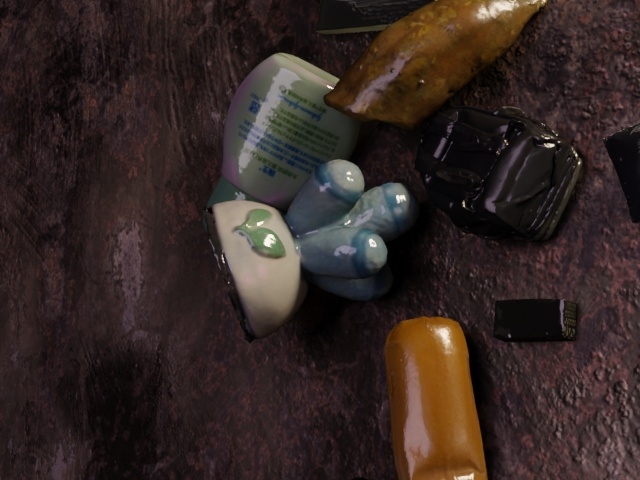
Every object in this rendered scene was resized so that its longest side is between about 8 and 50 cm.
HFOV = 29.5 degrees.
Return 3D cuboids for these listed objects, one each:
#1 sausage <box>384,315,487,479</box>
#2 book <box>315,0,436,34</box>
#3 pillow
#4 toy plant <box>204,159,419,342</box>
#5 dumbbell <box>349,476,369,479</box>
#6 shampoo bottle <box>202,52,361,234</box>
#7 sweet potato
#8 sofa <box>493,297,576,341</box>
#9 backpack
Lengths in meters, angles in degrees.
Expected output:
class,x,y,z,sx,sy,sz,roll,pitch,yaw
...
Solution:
class,x,y,z,sx,sy,sz,roll,pitch,yaw
sausage,0.170,0.291,1.777,0.116,0.134,0.354,130,139,-63
book,0.125,-0.545,2.121,0.262,0.028,0.374,3,80,42
pillow,0.499,-0.126,1.670,0.208,0.055,0.141,-26,68,32
toy plant,0.000,0.000,1.920,0.332,0.247,0.247,-19,61,0
dumbbell,0.100,0.442,1.807,0.191,0.100,0.100,34,100,41
shampoo bottle,-0.079,-0.130,2.069,0.221,0.151,0.350,27,102,-3
sweet potato,0.179,-0.295,1.898,0.369,0.158,0.158,-39,54,5
sofa,0.311,0.116,1.768,0.118,0.039,0.060,-4,76,38
backpack,0.248,-0.111,1.837,0.258,0.133,0.206,29,93,48
